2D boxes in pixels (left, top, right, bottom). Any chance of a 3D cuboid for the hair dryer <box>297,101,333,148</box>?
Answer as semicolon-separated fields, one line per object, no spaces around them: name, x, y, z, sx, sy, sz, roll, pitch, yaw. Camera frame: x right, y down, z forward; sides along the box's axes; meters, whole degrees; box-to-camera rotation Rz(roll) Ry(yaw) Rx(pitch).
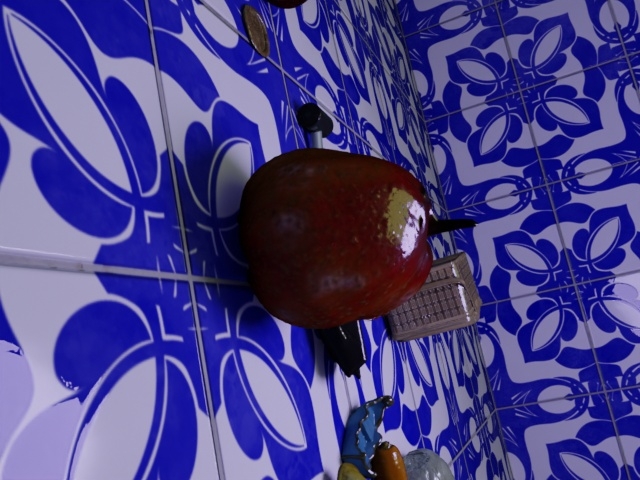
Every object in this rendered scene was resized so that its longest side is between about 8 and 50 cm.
hair dryer;-0.006;-0.201;1.405;0.100;0.057;0.198;24;62;-66

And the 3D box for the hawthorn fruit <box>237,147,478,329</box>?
hawthorn fruit;0.055;-0.007;0.963;0.285;0.368;0.285;-2;90;-85

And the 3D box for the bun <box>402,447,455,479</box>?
bun;0.256;0.585;1.417;0.221;0.108;0.221;-16;90;-71

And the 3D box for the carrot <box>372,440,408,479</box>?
carrot;0.152;0.510;1.255;0.067;0.067;0.225;-27;102;-70

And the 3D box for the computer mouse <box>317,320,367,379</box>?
computer mouse;0.029;0.136;1.171;0.147;0.088;0.264;-161;-121;-87

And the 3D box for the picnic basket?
picnic basket;0.299;0.154;1.696;0.313;0.228;0.175;-12;84;-72

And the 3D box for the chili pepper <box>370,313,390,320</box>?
chili pepper;0.107;0.099;1.464;0.088;0.064;0.169;61;12;-77

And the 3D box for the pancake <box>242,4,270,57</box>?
pancake;-0.129;-0.426;1.277;0.115;0.011;0.115;-13;90;-71

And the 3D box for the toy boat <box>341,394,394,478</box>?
toy boat;0.096;0.364;1.193;0.185;0.077;0.075;-64;134;-62

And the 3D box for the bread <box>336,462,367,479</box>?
bread;0.048;0.444;0.991;0.149;0.065;0.188;40;46;-37

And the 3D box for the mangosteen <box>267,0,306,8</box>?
mangosteen;-0.090;-0.576;1.338;0.181;0.156;0.146;3;99;-40
